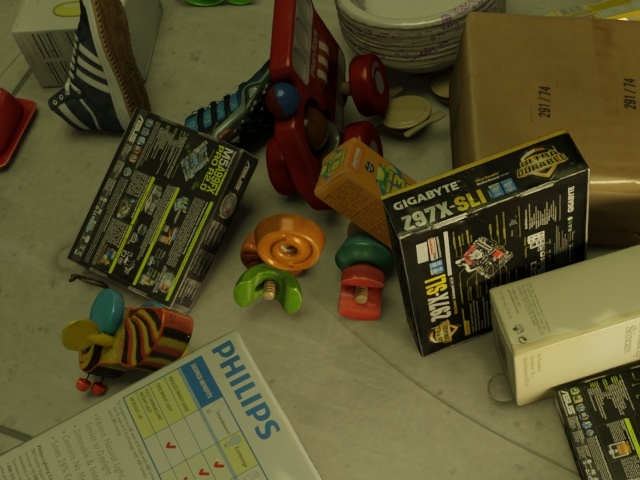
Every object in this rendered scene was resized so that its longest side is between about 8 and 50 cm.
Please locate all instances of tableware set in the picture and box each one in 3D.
[{"bbox_3d":[0.185,-0.226,1.908,0.194,0.039,0.128,-31,43,-17],"label":"tableware set"}]

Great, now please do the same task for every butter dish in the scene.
[{"bbox_3d":[-0.608,-0.221,2.022,0.160,0.118,0.160,8,57,17],"label":"butter dish"}]

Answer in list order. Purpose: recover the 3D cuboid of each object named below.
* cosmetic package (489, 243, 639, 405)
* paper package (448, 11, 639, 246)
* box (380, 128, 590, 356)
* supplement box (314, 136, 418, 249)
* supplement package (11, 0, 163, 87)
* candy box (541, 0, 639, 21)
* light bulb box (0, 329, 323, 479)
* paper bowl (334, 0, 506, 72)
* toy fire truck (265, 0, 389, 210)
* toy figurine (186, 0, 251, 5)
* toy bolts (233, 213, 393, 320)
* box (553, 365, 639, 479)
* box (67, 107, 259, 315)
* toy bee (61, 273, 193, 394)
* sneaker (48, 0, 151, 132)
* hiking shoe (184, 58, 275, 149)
[{"bbox_3d":[0.394,0.103,1.561,0.309,0.160,0.113,-17,55,2],"label":"cosmetic package"},{"bbox_3d":[0.353,-0.164,1.717,0.310,0.168,0.324,3,55,-3],"label":"paper package"},{"bbox_3d":[0.229,0.013,1.556,0.257,0.322,0.079,-19,55,-1],"label":"box"},{"bbox_3d":[0.106,-0.048,1.685,0.080,0.233,0.078,-36,29,43],"label":"supplement box"},{"bbox_3d":[-0.417,-0.401,2.086,0.203,0.149,0.194,-2,55,12],"label":"supplement package"},{"bbox_3d":[0.484,-0.381,1.932,0.206,0.027,0.105,-13,29,3],"label":"candy box"},{"bbox_3d":[-0.169,0.372,1.452,0.361,0.225,0.358,-28,54,-8],"label":"light bulb box"},{"bbox_3d":[0.171,-0.394,1.944,0.284,0.148,0.284,-8,46,8],"label":"paper bowl"},{"bbox_3d":[-0.018,-0.214,1.781,0.169,0.254,0.302,-7,62,23],"label":"toy fire truck"},{"bbox_3d":[-0.189,-0.533,2.166,0.173,0.130,0.159,16,48,-4],"label":"toy figurine"},{"bbox_3d":[0.000,0.000,1.705,0.229,0.218,0.158,10,50,-3],"label":"toy bolts"},{"bbox_3d":[0.420,0.256,1.507,0.184,0.045,0.190,-15,50,3],"label":"box"},{"bbox_3d":[-0.248,-0.048,1.801,0.216,0.060,0.270,23,87,25],"label":"box"},{"bbox_3d":[-0.289,0.157,1.690,0.195,0.298,0.162,18,87,-16],"label":"toy bee"},{"bbox_3d":[-0.397,-0.306,1.951,0.153,0.282,0.099,-1,32,20],"label":"sneaker"},{"bbox_3d":[-0.159,-0.203,1.916,0.132,0.113,0.304,24,64,25],"label":"hiking shoe"}]
